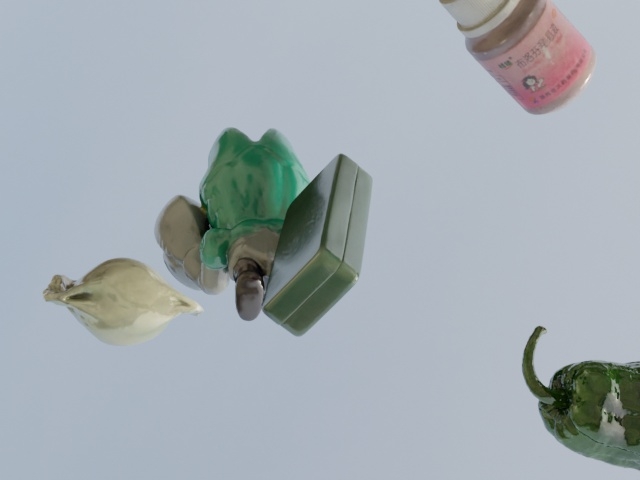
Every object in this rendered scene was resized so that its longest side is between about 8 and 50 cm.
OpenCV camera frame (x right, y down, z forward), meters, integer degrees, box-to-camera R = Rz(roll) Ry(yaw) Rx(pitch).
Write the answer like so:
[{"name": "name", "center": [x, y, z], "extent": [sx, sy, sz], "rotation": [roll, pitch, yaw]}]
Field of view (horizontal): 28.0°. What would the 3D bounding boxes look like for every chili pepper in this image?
[{"name": "chili pepper", "center": [0.262, 0.123, 0.940], "extent": [0.074, 0.256, 0.100], "rotation": [-151, -113, -64]}]

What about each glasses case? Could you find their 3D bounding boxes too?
[{"name": "glasses case", "center": [0.000, 0.000, 1.039], "extent": [0.078, 0.039, 0.184], "rotation": [-45, -165, 25]}]

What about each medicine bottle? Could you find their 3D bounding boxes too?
[{"name": "medicine bottle", "center": [0.291, -0.308, 1.912], "extent": [0.147, 0.247, 0.147], "rotation": [-37, -151, 25]}]

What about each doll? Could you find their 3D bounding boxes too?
[{"name": "doll", "center": [-0.075, -0.006, 1.214], "extent": [0.195, 0.153, 0.258], "rotation": [18, -147, 12]}]

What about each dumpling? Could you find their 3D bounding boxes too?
[{"name": "dumpling", "center": [-0.284, 0.084, 1.802], "extent": [0.151, 0.228, 0.124], "rotation": [9, -94, 62]}]
